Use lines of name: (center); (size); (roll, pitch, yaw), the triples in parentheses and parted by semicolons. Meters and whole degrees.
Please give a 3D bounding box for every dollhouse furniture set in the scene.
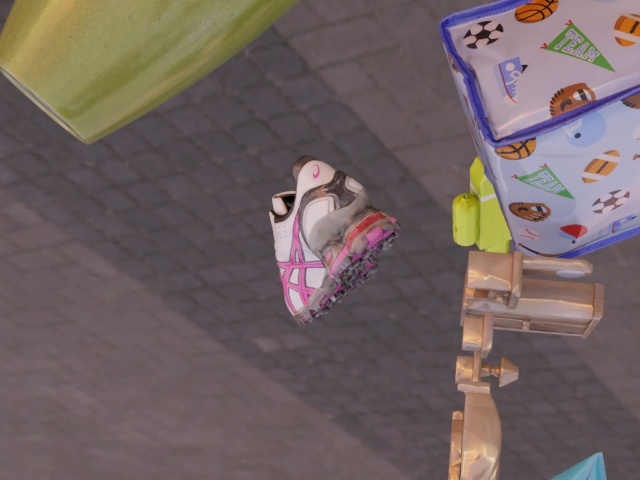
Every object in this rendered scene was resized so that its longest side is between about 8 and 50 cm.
dollhouse furniture set: (0.251, 0.225, 1.439); (0.174, 0.355, 0.303); (4, 162, 6)

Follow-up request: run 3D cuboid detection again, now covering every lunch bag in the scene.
lunch bag: (0.375, -0.162, 1.383); (0.386, 0.238, 0.328); (-21, 149, 5)

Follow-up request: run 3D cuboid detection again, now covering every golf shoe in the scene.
golf shoe: (0.000, 0.000, 0.839); (0.086, 0.067, 0.186); (50, 156, 10)

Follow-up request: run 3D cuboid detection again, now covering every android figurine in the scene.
android figurine: (0.323, -0.076, 1.861); (0.248, 0.056, 0.272); (-18, 141, -11)

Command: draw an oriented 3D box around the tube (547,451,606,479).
tube: (0.183, 0.273, 1.096); (0.207, 0.052, 0.080); (-24, 126, -15)

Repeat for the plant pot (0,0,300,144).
plant pot: (-0.208, -0.257, 1.269); (0.275, 0.293, 0.275); (40, 174, 5)
